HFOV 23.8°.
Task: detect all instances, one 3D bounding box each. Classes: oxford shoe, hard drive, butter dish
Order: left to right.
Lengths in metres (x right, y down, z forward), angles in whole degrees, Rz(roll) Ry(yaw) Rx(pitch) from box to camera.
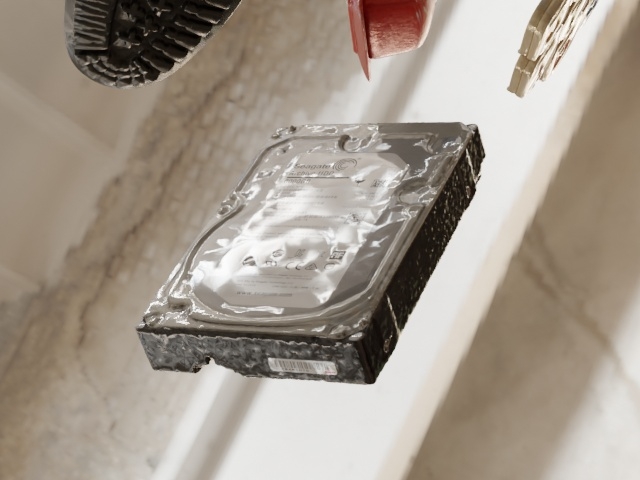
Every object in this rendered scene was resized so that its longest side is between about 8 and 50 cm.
[{"bbox_3d":[-0.064,-0.177,0.732,0.083,0.096,0.227,17,-60,-19],"label":"oxford shoe"},{"bbox_3d":[0.000,0.000,1.464,0.339,0.237,0.064,-56,-41,-45],"label":"hard drive"},{"bbox_3d":[0.089,-0.274,1.644,0.160,0.118,0.159,76,-169,-64],"label":"butter dish"}]

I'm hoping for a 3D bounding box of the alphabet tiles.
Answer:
[{"bbox_3d":[0.236,-0.253,1.249,0.284,0.021,0.278,-57,-11,-16],"label":"alphabet tiles"}]
